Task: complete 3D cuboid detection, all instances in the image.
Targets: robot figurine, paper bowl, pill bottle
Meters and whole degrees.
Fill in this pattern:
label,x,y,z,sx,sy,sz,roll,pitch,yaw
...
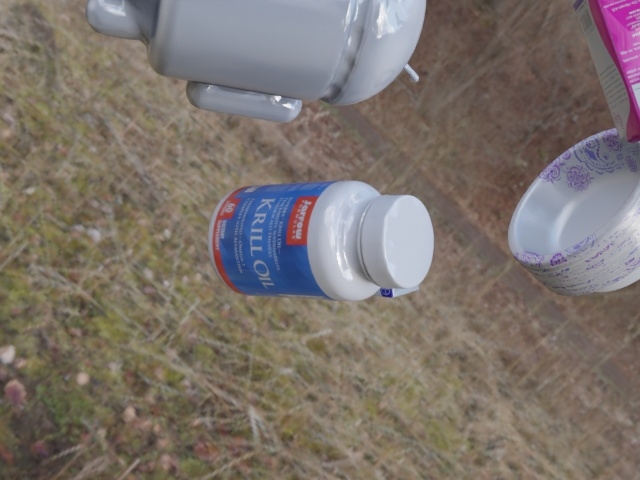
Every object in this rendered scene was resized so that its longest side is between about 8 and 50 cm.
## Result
label,x,y,z,sx,sy,sz,roll,pitch,yaw
robot figurine,-0.046,-0.247,0.871,0.353,0.300,0.200,8,45,-16
paper bowl,0.456,-0.031,1.419,0.148,0.284,0.284,41,10,-19
pill bottle,0.000,0.000,0.911,0.221,0.124,0.124,-1,-24,39

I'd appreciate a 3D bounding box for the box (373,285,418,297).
label,x,y,z,sx,sy,sz,roll,pitch,yaw
box,0.087,0.024,1.471,0.072,0.126,0.137,-15,13,-42

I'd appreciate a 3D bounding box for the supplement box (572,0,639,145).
label,x,y,z,sx,sy,sz,roll,pitch,yaw
supplement box,0.448,-0.255,1.217,0.111,0.113,0.220,8,65,-87
